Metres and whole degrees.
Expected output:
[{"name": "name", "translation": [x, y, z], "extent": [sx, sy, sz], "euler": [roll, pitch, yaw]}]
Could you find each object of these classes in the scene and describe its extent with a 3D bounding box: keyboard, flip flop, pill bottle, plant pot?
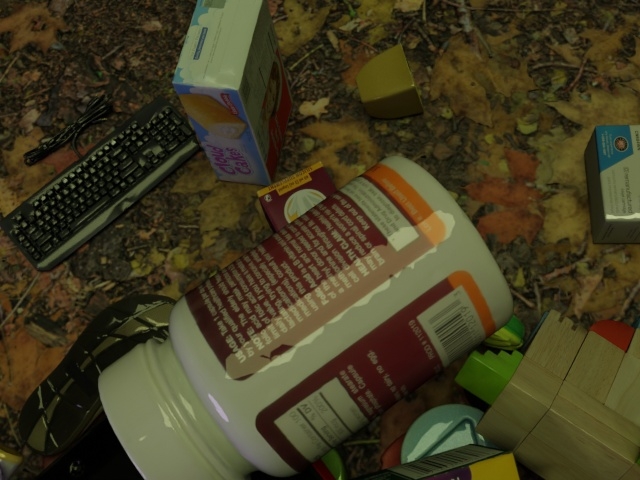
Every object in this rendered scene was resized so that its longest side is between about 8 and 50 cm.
[{"name": "keyboard", "translation": [-0.356, -0.116, 1.210], "extent": [0.317, 0.033, 0.201], "euler": [-41, 69, -12]}, {"name": "flip flop", "translation": [-0.284, 0.179, 1.058], "extent": [0.277, 0.080, 0.112], "euler": [-46, 71, 3]}, {"name": "pill bottle", "translation": [-0.017, 0.104, 0.836], "extent": [0.392, 0.224, 0.224], "euler": [-34, 68, -4]}, {"name": "plant pot", "translation": [0.100, -0.229, 1.184], "extent": [0.083, 0.081, 0.081], "euler": [-19, 66, 11]}]

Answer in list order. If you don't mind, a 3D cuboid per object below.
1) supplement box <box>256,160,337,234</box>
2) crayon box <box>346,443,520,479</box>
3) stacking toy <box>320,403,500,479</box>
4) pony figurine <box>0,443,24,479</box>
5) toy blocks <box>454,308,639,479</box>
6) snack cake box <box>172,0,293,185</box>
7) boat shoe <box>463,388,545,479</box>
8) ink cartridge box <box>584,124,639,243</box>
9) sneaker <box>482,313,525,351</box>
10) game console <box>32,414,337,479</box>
[{"name": "supplement box", "translation": [0.000, 0.000, 1.094], "extent": [0.104, 0.081, 0.188], "euler": [-27, 67, -6]}, {"name": "crayon box", "translation": [0.053, 0.406, 0.781], "extent": [0.363, 0.106, 0.313], "euler": [-11, 85, -19]}, {"name": "stacking toy", "translation": [0.058, 0.264, 0.950], "extent": [0.309, 0.130, 0.279], "euler": [36, 75, 19]}, {"name": "pony figurine", "translation": [-0.499, 0.385, 0.909], "extent": [0.351, 0.303, 0.363], "euler": [12, 71, 45]}, {"name": "toy blocks", "translation": [0.366, 0.192, 0.904], "extent": [0.381, 0.190, 0.261], "euler": [32, 43, 14]}, {"name": "snack cake box", "translation": [-0.111, -0.203, 1.092], "extent": [0.089, 0.264, 0.152], "euler": [7, 68, 10]}, {"name": "boat shoe", "translation": [0.264, 0.232, 0.979], "extent": [0.072, 0.068, 0.190], "euler": [-30, 67, -19]}, {"name": "ink cartridge box", "translation": [0.475, -0.077, 1.073], "extent": [0.203, 0.086, 0.148], "euler": [-1, 67, 7]}, {"name": "sneaker", "translation": [0.168, 0.024, 1.050], "extent": [0.123, 0.109, 0.295], "euler": [-41, 69, -7]}, {"name": "game console", "translation": [-0.179, 0.344, 0.938], "extent": [0.386, 0.060, 0.342], "euler": [-42, 64, -1]}]
